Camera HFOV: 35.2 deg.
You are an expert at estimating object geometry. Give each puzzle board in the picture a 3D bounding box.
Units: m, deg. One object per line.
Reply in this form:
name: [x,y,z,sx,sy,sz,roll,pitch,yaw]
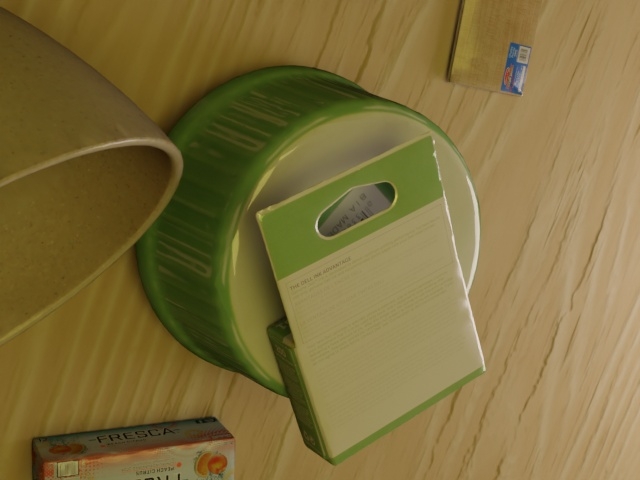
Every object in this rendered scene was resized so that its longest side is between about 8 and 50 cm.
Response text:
puzzle board: [0.184,-0.221,1.058,0.096,0.011,0.128,6,99,-28]

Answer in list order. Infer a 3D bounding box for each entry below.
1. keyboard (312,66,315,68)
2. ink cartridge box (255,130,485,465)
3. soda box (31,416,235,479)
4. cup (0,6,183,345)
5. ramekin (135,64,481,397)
keyboard: [-0.029,-0.077,0.982,0.108,0.023,0.180,24,90,-34]
ink cartridge box: [0.038,0.045,0.830,0.171,0.056,0.235,-27,114,-23]
soda box: [-0.175,0.212,0.950,0.183,0.063,0.058,-2,102,-25]
cup: [-0.302,-0.057,0.718,0.331,0.331,0.237,-35,82,-15]
ramekin: [0.000,0.000,0.917,0.303,0.148,0.303,-9,108,-29]
